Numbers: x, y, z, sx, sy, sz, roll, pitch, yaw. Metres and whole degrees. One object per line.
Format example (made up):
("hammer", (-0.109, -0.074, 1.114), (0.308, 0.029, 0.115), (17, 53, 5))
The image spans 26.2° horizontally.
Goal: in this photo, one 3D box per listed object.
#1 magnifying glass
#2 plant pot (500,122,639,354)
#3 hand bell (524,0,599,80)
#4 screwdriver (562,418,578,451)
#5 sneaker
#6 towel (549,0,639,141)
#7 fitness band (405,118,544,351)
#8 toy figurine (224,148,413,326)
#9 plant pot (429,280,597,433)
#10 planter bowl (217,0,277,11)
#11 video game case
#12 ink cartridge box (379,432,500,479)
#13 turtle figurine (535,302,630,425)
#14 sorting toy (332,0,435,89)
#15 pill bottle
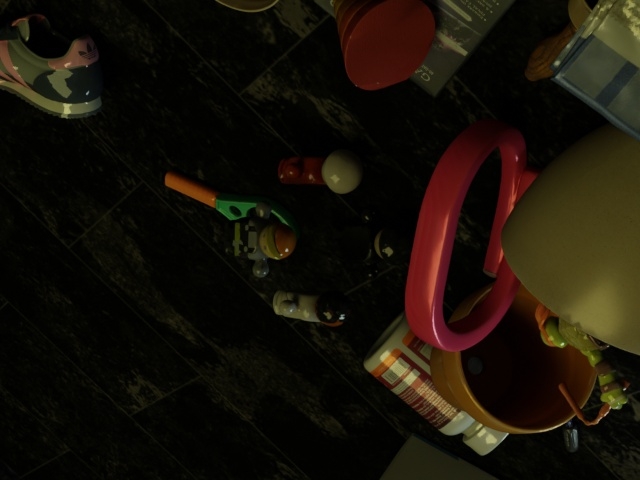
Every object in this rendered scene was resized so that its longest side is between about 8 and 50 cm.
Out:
("magnifying glass", (-0.135, -0.051, 2.088), (0.231, 0.026, 0.092), (26, 143, 18))
("plant pot", (0.364, -0.031, 1.495), (0.284, 0.284, 0.191), (29, 121, 13))
("hand bell", (0.280, -0.227, 1.487), (0.126, 0.126, 0.242), (39, 157, -1))
("screwdriver", (0.355, 0.240, 1.989), (0.025, 0.024, 0.170), (40, 151, 53))
("sneaker", (-0.455, -0.292, 2.055), (0.319, 0.112, 0.131), (20, 124, 19))
("towel", (0.381, -0.214, 1.319), (0.209, 0.034, 0.285), (34, 113, -6))
("fitness band", (0.186, -0.005, 1.670), (0.054, 0.209, 0.290), (24, 117, 35))
("toy figurine", (0.000, 0.000, 1.865), (0.148, 0.209, 0.213), (4, 134, 53))
("plant pot", (0.240, 0.162, 1.865), (0.205, 0.205, 0.188), (43, 160, -7))
("planter bowl", (-0.081, -0.367, 1.618), (0.162, 0.109, 0.162), (24, 143, 19))
("video game case", (0.120, -0.302, 1.588), (0.196, 0.026, 0.274), (39, 146, 0))
("ink cartridge box", (0.172, 0.474, 2.272), (0.171, 0.168, 0.232), (27, 143, 17))
("turtle figurine", (0.350, 0.080, 1.708), (0.217, 0.087, 0.269), (-25, 74, 33))
("sorting toy", (0.040, -0.347, 1.528), (0.126, 0.127, 0.365), (48, 155, 43))
("pill bottle", (0.181, 0.206, 2.011), (0.221, 0.121, 0.121), (40, 145, -2))
